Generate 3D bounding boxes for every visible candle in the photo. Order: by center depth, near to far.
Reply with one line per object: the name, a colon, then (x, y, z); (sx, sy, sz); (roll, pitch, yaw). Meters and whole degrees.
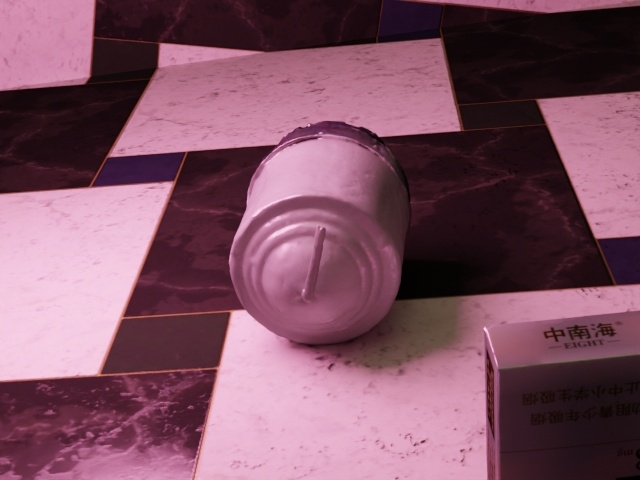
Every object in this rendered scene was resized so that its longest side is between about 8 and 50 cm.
candle: (0.000, 0.000, 1.517); (0.221, 0.221, 0.342); (-2, 27, 9)

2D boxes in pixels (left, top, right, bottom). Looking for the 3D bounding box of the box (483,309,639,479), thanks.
box: (0.220, 0.180, 1.025); (0.155, 0.242, 0.067); (-4, 30, 0)
